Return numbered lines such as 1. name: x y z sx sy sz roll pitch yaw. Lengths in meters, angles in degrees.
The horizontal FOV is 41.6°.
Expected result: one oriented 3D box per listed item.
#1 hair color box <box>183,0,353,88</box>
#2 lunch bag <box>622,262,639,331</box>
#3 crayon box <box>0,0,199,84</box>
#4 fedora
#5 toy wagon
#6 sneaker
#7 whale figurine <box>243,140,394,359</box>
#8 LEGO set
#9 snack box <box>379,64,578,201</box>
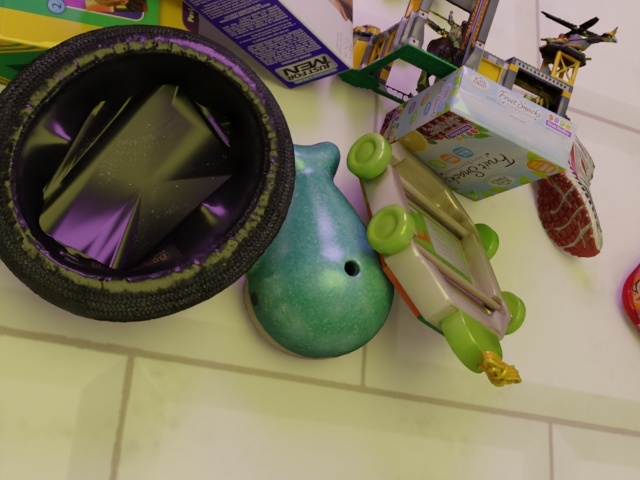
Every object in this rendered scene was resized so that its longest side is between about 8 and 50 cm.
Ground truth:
1. hair color box: -0.085 -0.345 0.996 0.339 0.110 0.185 31 54 -54
2. lunch bag: 0.615 0.110 1.262 0.258 0.120 0.293 -38 91 -32
3. crayon box: -0.305 -0.356 0.988 0.313 0.106 0.363 6 70 -23
4. fedora: -0.198 -0.064 0.906 0.334 0.152 0.334 5 74 -19
5. toy wagon: 0.146 0.029 1.000 0.267 0.068 0.344 33 33 -39
6. sneaker: 0.370 -0.085 1.231 0.093 0.088 0.225 -6 75 -29
7. whale figurine: 0.000 0.000 0.986 0.216 0.141 0.272 2 75 -25
8. LEGO set: 0.202 -0.271 1.121 0.331 0.255 0.192 21 81 -10
9. snack box: 0.194 -0.130 1.088 0.174 0.207 0.070 23 75 -18
